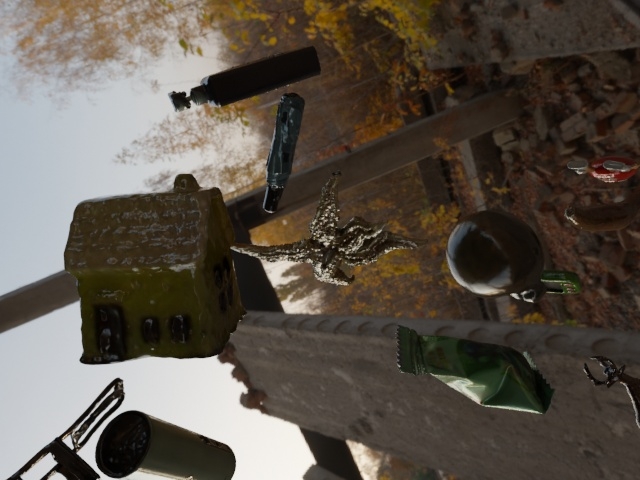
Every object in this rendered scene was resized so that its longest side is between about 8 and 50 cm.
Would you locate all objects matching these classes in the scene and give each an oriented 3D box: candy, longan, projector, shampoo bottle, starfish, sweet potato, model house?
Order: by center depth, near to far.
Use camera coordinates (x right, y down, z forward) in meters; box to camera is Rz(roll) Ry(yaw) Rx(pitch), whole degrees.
[{"bbox_3d":[-0.218,0.030,0.610,0.175,0.194,0.234,-43,-51,-80],"label":"model house"},{"bbox_3d":[0.020,-0.011,0.790,0.294,0.302,0.084,-33,39,51],"label":"starfish"},{"bbox_3d":[0.337,0.039,0.841,0.204,0.159,0.184,43,152,16],"label":"longan"},{"bbox_3d":[-0.278,0.417,0.847,0.337,0.108,0.108,64,-177,-53],"label":"projector"},{"bbox_3d":[0.587,-0.057,0.896,0.058,0.256,0.078,-23,83,69],"label":"sweet potato"},{"bbox_3d":[-0.156,-0.327,0.911,0.098,0.310,0.071,36,147,57],"label":"shampoo bottle"},{"bbox_3d":[0.399,0.341,1.213,0.263,0.398,0.171,-65,-6,-83],"label":"candy"}]

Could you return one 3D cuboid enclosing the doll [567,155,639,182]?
[{"bbox_3d":[0.908,-0.227,1.397,0.183,0.217,0.085,11,103,50],"label":"doll"}]

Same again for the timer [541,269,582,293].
[{"bbox_3d":[0.736,0.128,1.372,0.140,0.128,0.047,34,-117,-47],"label":"timer"}]

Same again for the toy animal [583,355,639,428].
[{"bbox_3d":[0.880,0.433,1.224,0.087,0.260,0.243,-53,40,42],"label":"toy animal"}]

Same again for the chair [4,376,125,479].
[{"bbox_3d":[-0.379,0.351,0.722,0.113,0.229,0.106,33,135,12],"label":"chair"}]

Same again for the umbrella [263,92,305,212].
[{"bbox_3d":[-0.079,-0.171,0.892,0.053,0.052,0.250,-59,-13,-63],"label":"umbrella"}]
